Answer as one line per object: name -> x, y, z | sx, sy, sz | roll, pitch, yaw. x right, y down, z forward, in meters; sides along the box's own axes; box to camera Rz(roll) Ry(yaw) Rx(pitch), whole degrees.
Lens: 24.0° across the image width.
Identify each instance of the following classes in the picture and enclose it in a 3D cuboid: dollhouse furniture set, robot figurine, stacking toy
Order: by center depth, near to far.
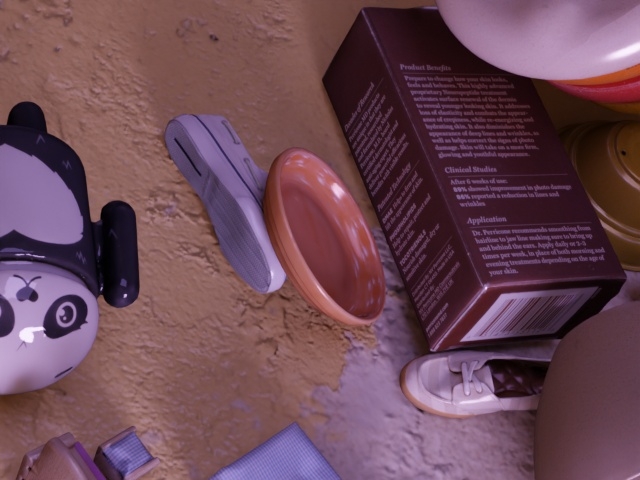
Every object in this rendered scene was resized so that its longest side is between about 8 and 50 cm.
dollhouse furniture set -> -0.054, 0.225, 1.333 | 0.303, 0.198, 0.286 | -27, 73, -36
robot figurine -> -0.293, 0.004, 1.382 | 0.209, 0.173, 0.278 | -19, 59, 15
stacking toy -> 0.355, -0.255, 1.726 | 0.480, 0.350, 0.350 | 42, 30, -57

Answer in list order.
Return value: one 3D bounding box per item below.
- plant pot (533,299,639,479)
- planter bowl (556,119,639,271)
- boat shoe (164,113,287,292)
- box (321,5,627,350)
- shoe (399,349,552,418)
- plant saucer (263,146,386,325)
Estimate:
plant pot -> 0.328, 0.171, 1.494 | 0.284, 0.284, 0.191 | -3, 59, -27
planter bowl -> 0.377, -0.077, 1.806 | 0.217, 0.090, 0.217 | 12, 55, -18
boat shoe -> -0.080, -0.050, 1.578 | 0.076, 0.083, 0.226 | -18, 67, -32
box -> 0.160, -0.074, 1.659 | 0.191, 0.143, 0.381 | -2, 58, -29
shoe -> 0.188, 0.145, 1.588 | 0.219, 0.058, 0.076 | 5, 57, -22
plant saucer -> 0.000, 0.000, 1.559 | 0.200, 0.037, 0.200 | 46, 29, -34
